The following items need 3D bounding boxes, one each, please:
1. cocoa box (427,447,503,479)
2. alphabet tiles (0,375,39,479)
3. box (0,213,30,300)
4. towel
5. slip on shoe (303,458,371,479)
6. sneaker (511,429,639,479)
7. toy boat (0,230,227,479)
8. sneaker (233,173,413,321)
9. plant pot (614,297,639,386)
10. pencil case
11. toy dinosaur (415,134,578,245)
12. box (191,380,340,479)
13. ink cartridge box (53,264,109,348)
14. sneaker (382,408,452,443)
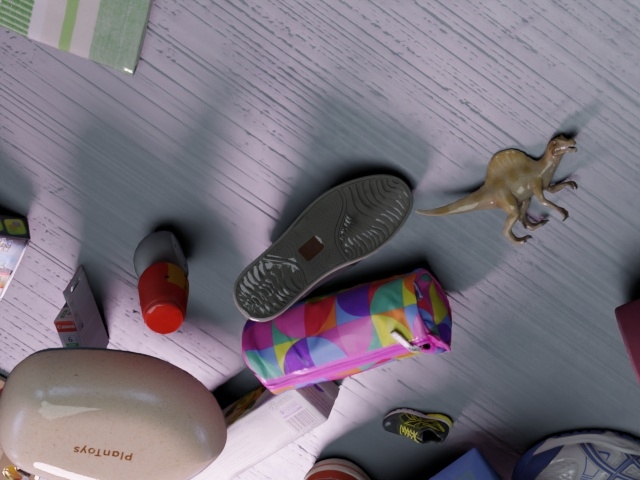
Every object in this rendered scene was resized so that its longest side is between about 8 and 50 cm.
[{"bbox_3d":[0.127,0.456,1.726,0.347,0.231,0.228,-36,118,5],"label":"cocoa box"},{"bbox_3d":[-0.522,0.240,2.003,0.342,0.011,0.285,28,126,-3],"label":"alphabet tiles"},{"bbox_3d":[-0.450,0.009,1.746,0.207,0.036,0.114,9,133,-28],"label":"box"},{"bbox_3d":[-0.314,-0.326,1.543,0.324,0.038,0.248,21,128,0],"label":"towel"},{"bbox_3d":[0.081,0.417,1.888,0.123,0.101,0.331,-25,115,27],"label":"slip on shoe"},{"bbox_3d":[0.357,0.298,1.706,0.296,0.131,0.112,3,126,16],"label":"sneaker"},{"bbox_3d":[-0.216,0.147,1.741,0.267,0.148,0.318,15,119,-16],"label":"toy boat"},{"bbox_3d":[0.000,0.000,1.652,0.222,0.118,0.083,-34,93,3],"label":"sneaker"},{"bbox_3d":[0.418,0.131,1.549,0.180,0.201,0.201,-22,115,11],"label":"plant pot"},{"bbox_3d":[0.031,0.102,1.680,0.236,0.104,0.104,-17,117,24],"label":"pencil case"},{"bbox_3d":[0.198,-0.046,1.579,0.183,0.053,0.093,-28,96,23],"label":"toy dinosaur"},{"bbox_3d":[-0.113,0.248,1.853,0.067,0.063,0.324,45,124,-13],"label":"box"},{"bbox_3d":[-0.288,0.094,1.801,0.029,0.063,0.115,-5,121,18],"label":"ink cartridge box"},{"bbox_3d":[0.111,0.219,1.784,0.083,0.035,0.031,0,122,17],"label":"sneaker"}]
